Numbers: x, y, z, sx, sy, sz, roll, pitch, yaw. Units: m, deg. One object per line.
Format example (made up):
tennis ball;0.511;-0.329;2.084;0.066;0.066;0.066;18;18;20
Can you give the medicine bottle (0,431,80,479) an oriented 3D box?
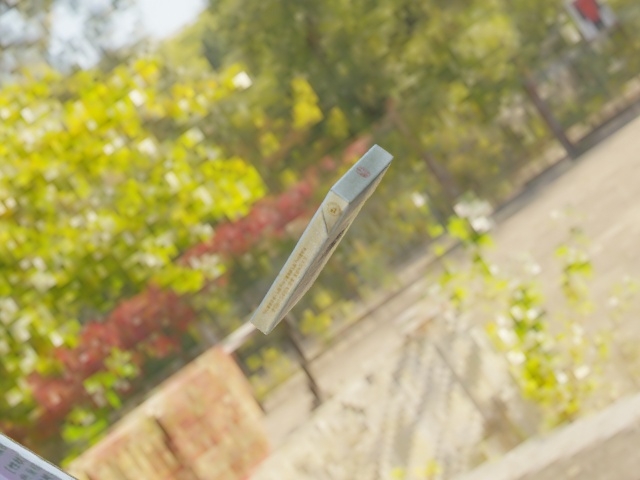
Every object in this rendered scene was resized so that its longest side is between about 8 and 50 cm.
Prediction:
medicine bottle;-0.264;0.174;1.120;0.178;0.290;0.178;-59;-3;-6

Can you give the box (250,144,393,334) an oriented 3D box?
box;0.000;0.000;1.582;0.090;0.024;0.167;-47;-8;-51
